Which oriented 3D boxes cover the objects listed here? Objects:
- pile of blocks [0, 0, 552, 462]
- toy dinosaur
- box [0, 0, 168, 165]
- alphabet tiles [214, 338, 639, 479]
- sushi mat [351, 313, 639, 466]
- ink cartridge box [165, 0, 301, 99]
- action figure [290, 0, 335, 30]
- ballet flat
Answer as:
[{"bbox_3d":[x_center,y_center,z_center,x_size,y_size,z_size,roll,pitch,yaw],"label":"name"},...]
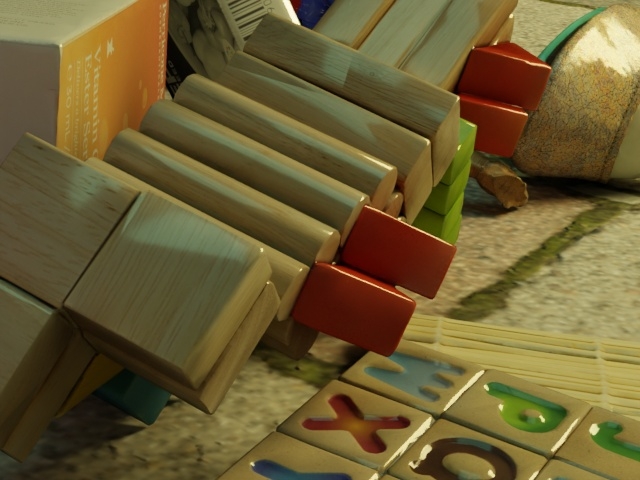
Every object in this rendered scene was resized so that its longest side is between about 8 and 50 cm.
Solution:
[{"bbox_3d":[0.000,0.000,0.503,0.113,0.149,0.362,27,36,17],"label":"pile of blocks"},{"bbox_3d":[0.015,-0.063,0.758,0.212,0.064,0.112,6,21,3],"label":"toy dinosaur"},{"bbox_3d":[-0.127,-0.040,0.558,0.091,0.130,0.170,6,20,5],"label":"box"},{"bbox_3d":[0.050,0.102,0.353,0.198,0.009,0.237,18,28,25],"label":"alphabet tiles"},{"bbox_3d":[0.172,0.074,0.484,0.317,0.019,0.151,6,19,4],"label":"sushi mat"},{"bbox_3d":[-0.096,-0.172,0.793,0.045,0.206,0.208,-30,12,-20],"label":"ink cartridge box"},{"bbox_3d":[-0.019,-0.184,1.033,0.139,0.091,0.280,5,16,-39],"label":"action figure"},{"bbox_3d":[0.211,-0.094,0.847,0.106,0.107,0.316,27,26,17],"label":"ballet flat"}]
